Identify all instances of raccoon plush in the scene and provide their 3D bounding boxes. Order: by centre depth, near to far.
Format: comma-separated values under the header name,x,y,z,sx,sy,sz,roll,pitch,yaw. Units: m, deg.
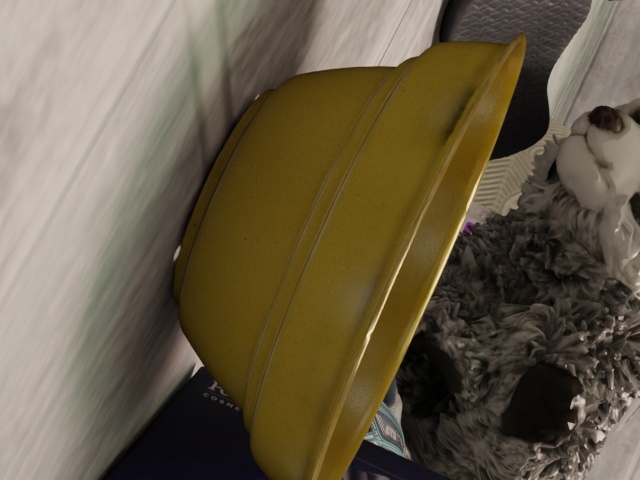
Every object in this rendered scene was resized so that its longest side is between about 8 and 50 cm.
name,x,y,z,sx,sy,sz,roll,pitch,yaw
raccoon plush,0.181,0.081,1.330,0.299,0.216,0.446,-33,154,-23

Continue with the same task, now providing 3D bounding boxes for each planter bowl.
name,x,y,z,sx,sy,sz,roll,pitch,yaw
planter bowl,0.000,0.000,0.710,0.217,0.090,0.217,23,90,-82

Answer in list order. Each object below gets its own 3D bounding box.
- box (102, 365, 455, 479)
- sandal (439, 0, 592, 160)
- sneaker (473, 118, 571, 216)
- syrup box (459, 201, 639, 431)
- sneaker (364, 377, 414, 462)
name,x,y,z,sx,sy,sz,roll,pitch,yaw
box,-0.035,0.166,0.751,0.207,0.153,0.108,-53,164,-62
sandal,0.120,-0.136,1.193,0.254,0.097,0.054,97,-21,-64
sneaker,0.154,0.004,1.674,0.350,0.131,0.148,-48,168,-48
syrup box,0.169,0.056,1.452,0.093,0.236,0.096,-62,175,-29
sneaker,0.022,0.123,1.178,0.283,0.110,0.122,136,-41,-89
